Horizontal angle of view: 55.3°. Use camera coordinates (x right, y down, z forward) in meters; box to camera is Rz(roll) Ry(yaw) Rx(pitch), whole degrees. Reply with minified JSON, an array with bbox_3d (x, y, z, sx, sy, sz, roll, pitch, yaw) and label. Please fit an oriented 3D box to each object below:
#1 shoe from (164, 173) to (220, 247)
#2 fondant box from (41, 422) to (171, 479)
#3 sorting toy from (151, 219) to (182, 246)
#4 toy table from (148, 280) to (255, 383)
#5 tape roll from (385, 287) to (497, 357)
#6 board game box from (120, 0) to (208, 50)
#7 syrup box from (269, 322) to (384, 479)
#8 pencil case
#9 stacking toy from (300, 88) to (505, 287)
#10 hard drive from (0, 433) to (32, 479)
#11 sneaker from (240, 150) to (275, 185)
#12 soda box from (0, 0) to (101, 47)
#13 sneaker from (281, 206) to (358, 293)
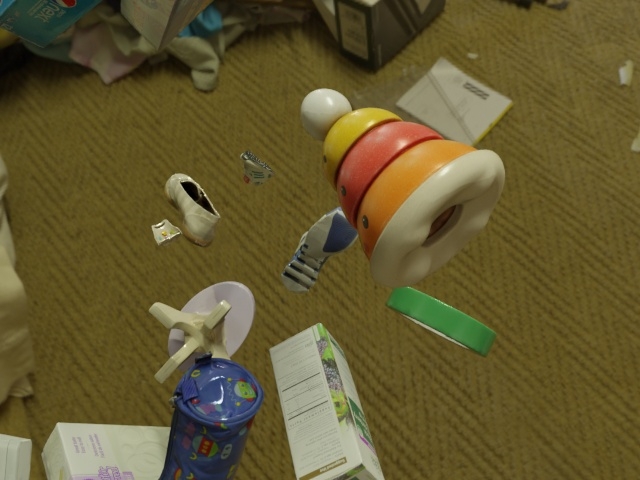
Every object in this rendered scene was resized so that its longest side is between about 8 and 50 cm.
[{"bbox_3d":[-0.219,-0.068,1.067,0.077,0.058,0.219,15,24,-34],"label":"shoe"},{"bbox_3d":[-0.406,0.518,1.328,0.238,0.330,0.096,44,110,45],"label":"fondant box"},{"bbox_3d":[-0.497,-0.027,1.944,0.083,0.045,0.075,-29,80,-25],"label":"sorting toy"},{"bbox_3d":[-0.289,0.227,1.495,0.252,0.161,0.274,31,99,4],"label":"toy table"},{"bbox_3d":[0.346,0.230,1.769,0.321,0.321,0.077,28,85,15],"label":"tape roll"},{"bbox_3d":[-0.057,-0.334,0.587,0.318,0.319,0.066,-47,109,-6],"label":"board game box"},{"bbox_3d":[0.005,0.246,0.868,0.096,0.093,0.237,-28,42,7],"label":"syrup box"},{"bbox_3d":[-0.182,0.318,0.948,0.133,0.306,0.119,7,36,-17],"label":"pencil case"},{"bbox_3d":[0.120,-0.164,1.329,0.351,0.350,0.480,-35,62,-15],"label":"stacking toy"},{"bbox_3d":[-0.877,0.597,1.537,0.353,0.047,0.233,0,85,25],"label":"hard drive"},{"bbox_3d":[-0.187,-0.189,1.687,0.075,0.161,0.057,-44,70,8],"label":"sneaker"},{"bbox_3d":[-0.341,-0.324,0.784,0.210,0.071,0.067,-7,69,44],"label":"soda box"},{"bbox_3d":[-0.001,0.001,1.857,0.127,0.315,0.182,35,28,-11],"label":"sneaker"}]
